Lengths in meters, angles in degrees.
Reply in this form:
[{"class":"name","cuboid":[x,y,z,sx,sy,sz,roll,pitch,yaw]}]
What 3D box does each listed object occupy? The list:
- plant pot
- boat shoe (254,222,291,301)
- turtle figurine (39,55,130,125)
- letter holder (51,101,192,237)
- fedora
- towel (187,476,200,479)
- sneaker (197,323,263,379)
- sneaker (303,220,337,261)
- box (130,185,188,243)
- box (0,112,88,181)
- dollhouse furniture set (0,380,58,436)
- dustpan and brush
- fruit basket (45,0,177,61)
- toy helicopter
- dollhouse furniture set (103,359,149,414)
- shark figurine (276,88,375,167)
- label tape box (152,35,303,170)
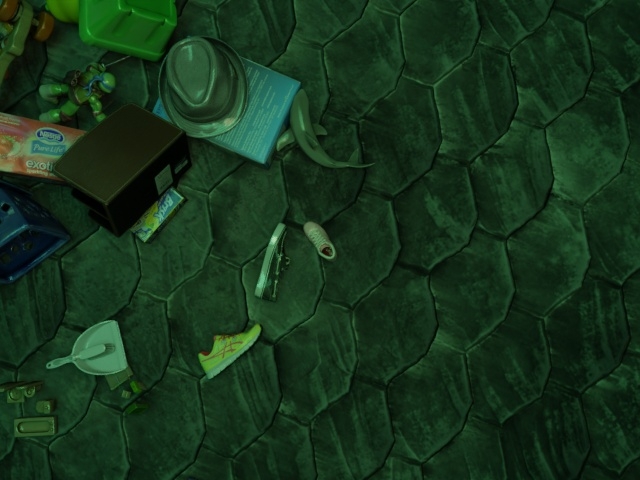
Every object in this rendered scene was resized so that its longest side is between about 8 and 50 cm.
[{"class":"plant pot","cuboid":[-0.873,-0.035,1.757,0.236,0.236,0.212,-37,79,0]},{"class":"boat shoe","cuboid":[-0.120,0.061,1.796,0.070,0.078,0.219,17,95,4]},{"class":"turtle figurine","cuboid":[-0.641,-0.396,1.829,0.266,0.275,0.198,-11,109,21]},{"class":"letter holder","cuboid":[-0.530,-0.199,1.733,0.214,0.152,0.302,30,61,15]},{"class":"fedora","cuboid":[-0.319,-0.419,1.696,0.243,0.124,0.276,-4,86,4]},{"class":"towel","cuboid":[-0.358,0.718,1.786,0.067,0.029,0.119,23,88,3]},{"class":"sneaker","cuboid":[-0.252,0.288,1.782,0.208,0.081,0.094,-38,84,0]},{"class":"sneaker","cuboid":[0.000,0.000,1.794,0.051,0.070,0.134,-37,85,2]},{"class":"box","cuboid":[-0.454,-0.074,1.824,0.059,0.054,0.169,41,88,4]},{"class":"box","cuboid":[-0.747,-0.236,1.728,0.300,0.142,0.154,10,85,-36]},{"class":"dollhouse furniture set","cuboid":[-0.818,0.470,1.771,0.144,0.123,0.151,-4,86,2]},{"class":"dustpan and brush","cuboid":[-0.659,0.320,1.802,0.211,0.060,0.147,-20,77,10]},{"class":"fruit basket","cuboid":[-0.580,-0.689,1.800,0.283,0.392,0.392,3,86,-41]},{"class":"toy helicopter","cuboid":[-0.905,-0.515,1.814,0.235,0.140,0.355,12,82,41]},{"class":"dollhouse furniture set","cuboid":[-0.538,0.412,1.815,0.076,0.058,0.152,-38,67,7]},{"class":"shark figurine","cuboid":[0.000,-0.255,1.747,0.278,0.116,0.166,42,85,-18]},{"class":"label tape box","cuboid":[-0.255,-0.382,1.808,0.347,0.115,0.249,24,87,6]}]
